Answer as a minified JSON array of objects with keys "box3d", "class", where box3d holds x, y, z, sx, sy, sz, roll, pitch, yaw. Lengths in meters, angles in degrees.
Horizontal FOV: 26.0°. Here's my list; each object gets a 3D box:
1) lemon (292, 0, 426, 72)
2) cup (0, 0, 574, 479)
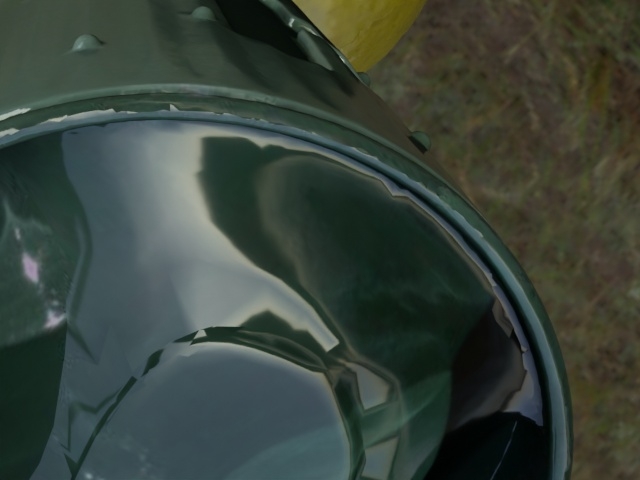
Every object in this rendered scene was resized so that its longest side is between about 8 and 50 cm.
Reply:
[{"box3d":[-0.050,-0.277,1.181,0.348,0.348,0.348,42,163,16],"class":"lemon"},{"box3d":[-0.109,-0.006,0.638,0.401,0.310,0.392,50,-172,-26],"class":"cup"}]
